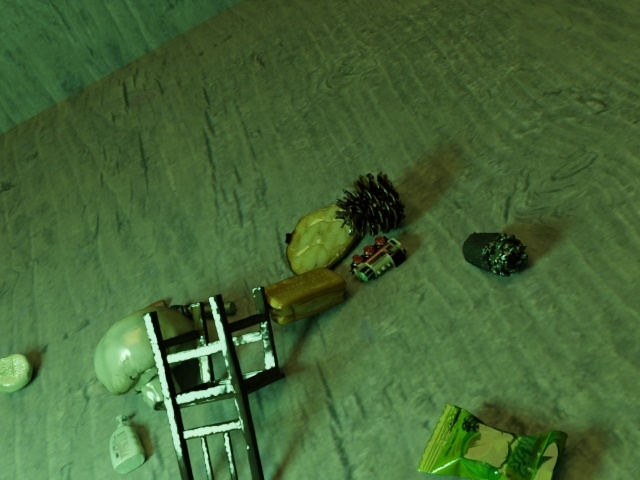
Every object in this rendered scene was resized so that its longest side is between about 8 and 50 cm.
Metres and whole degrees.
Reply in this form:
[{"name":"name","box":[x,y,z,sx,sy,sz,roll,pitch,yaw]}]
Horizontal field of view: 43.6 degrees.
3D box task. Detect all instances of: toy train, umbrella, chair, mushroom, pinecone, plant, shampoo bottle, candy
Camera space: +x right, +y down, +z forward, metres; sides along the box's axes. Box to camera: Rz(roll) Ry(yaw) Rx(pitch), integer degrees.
[{"name":"toy train","box":[0.135,0.047,1.915,0.138,0.050,0.087,-38,43,-11]},{"name":"umbrella","box":[-0.304,0.174,2.044,0.188,0.046,0.050,-9,38,23]},{"name":"chair","box":[-0.201,0.328,1.723,0.203,0.416,0.240,-15,-4,16]},{"name":"mushroom","box":[-0.394,0.283,1.864,0.254,0.234,0.260,-34,-6,2]},{"name":"pinecone","box":[0.113,-0.080,1.969,0.165,0.163,0.163,-25,37,-17]},{"name":"plant","box":[0.382,0.026,1.757,0.092,0.094,0.143,-37,33,-28]},{"name":"shampoo bottle","box":[-0.447,0.455,1.820,0.077,0.045,0.152,-33,40,-2]},{"name":"candy","box":[0.306,0.381,1.428,0.246,0.069,0.149,11,58,33]}]

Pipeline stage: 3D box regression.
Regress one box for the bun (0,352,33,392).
[{"name":"bun","box":[-0.821,0.359,2.137,0.115,0.069,0.115,-2,50,2]}]

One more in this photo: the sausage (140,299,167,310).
[{"name":"sausage","box":[-0.477,0.203,2.129,0.147,0.030,0.035,-32,38,-4]}]

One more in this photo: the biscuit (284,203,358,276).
[{"name":"biscuit","box":[0.001,0.004,2.056,0.203,0.041,0.260,3,50,28]}]

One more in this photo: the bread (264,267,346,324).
[{"name":"bread","box":[-0.038,0.130,1.875,0.200,0.077,0.116,-19,21,-28]}]
